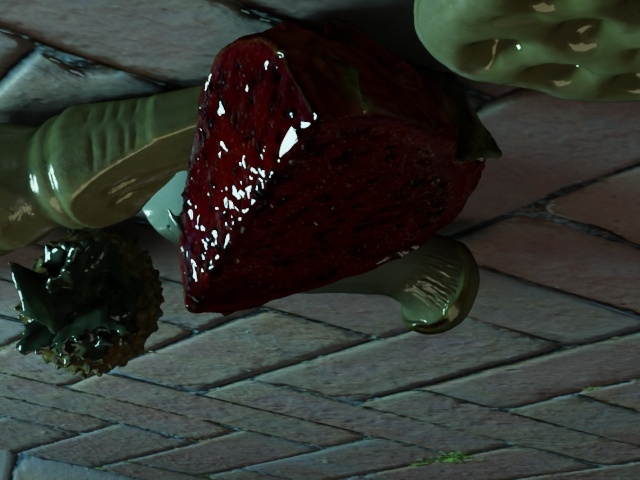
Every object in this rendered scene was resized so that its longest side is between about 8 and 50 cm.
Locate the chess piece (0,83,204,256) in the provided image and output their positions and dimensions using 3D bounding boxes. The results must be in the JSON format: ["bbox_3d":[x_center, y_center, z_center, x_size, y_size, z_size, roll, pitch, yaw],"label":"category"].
[{"bbox_3d":[-0.186,-0.070,1.304,0.300,0.137,0.137,-13,155,21],"label":"chess piece"}]

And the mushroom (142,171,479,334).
[{"bbox_3d":[0.000,0.000,1.445,0.328,0.122,0.159,18,-166,-26],"label":"mushroom"}]

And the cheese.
[{"bbox_3d":[0.163,-0.159,0.889,0.217,0.117,0.235,3,162,15],"label":"cheese"}]

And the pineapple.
[{"bbox_3d":[-0.233,0.058,1.502,0.169,0.169,0.340,9,174,-6],"label":"pineapple"}]

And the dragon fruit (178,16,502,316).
[{"bbox_3d":[0.011,-0.079,1.164,0.205,0.152,0.317,-4,153,-27],"label":"dragon fruit"}]
